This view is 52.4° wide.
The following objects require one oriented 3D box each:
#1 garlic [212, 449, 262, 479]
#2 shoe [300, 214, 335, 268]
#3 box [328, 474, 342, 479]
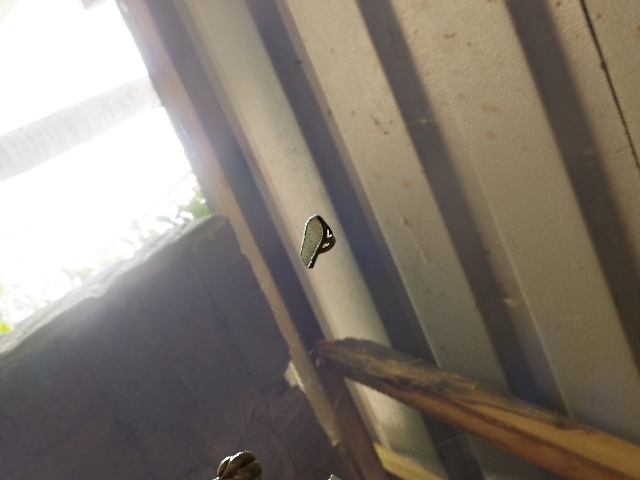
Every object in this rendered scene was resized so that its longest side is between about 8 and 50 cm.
[{"bbox_3d":[-0.254,0.676,1.868,0.127,0.194,0.131,-7,-92,54],"label":"garlic"},{"bbox_3d":[0.000,0.000,1.298,0.062,0.053,0.159,64,-28,27],"label":"shoe"},{"bbox_3d":[0.062,0.564,1.122,0.117,0.225,0.225,43,-21,-30],"label":"box"}]
